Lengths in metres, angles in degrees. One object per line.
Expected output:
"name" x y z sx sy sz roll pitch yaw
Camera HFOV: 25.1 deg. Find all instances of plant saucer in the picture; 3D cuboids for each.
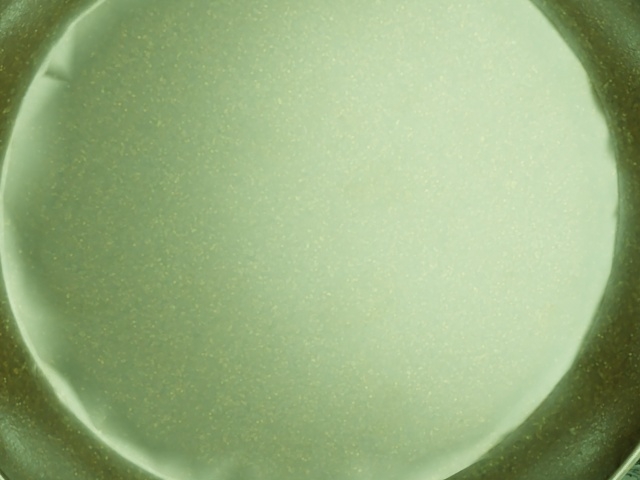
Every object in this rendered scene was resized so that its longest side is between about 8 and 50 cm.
"plant saucer" 0.000 0.000 0.560 0.310 0.050 0.311 -1 107 -4

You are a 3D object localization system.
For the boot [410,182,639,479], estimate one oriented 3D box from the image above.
"boot" 0.087 0.041 0.726 0.222 0.118 0.338 -19 118 -38
